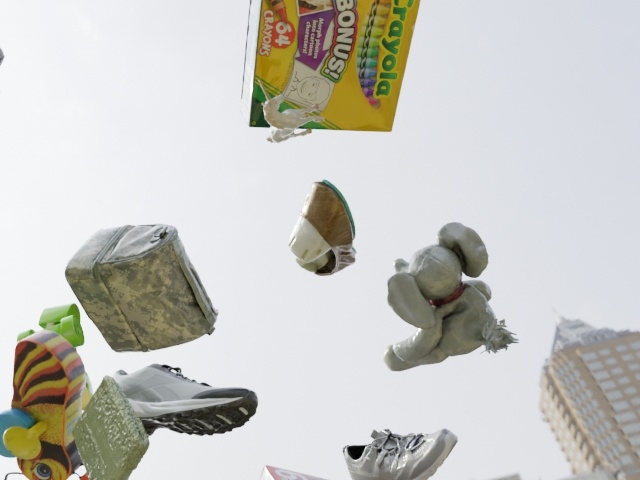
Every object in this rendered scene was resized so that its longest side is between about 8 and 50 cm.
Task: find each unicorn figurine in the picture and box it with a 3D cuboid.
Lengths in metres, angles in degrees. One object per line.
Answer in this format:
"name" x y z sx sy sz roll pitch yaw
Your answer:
"unicorn figurine" -0.055 -0.206 1.047 0.111 0.060 0.162 -18 -22 -24

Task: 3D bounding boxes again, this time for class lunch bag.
"lunch bag" -0.409 0.114 1.476 0.256 0.212 0.305 -6 -59 20

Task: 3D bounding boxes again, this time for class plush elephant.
"plush elephant" 0.250 0.118 1.320 0.272 0.330 0.255 -32 -85 -22

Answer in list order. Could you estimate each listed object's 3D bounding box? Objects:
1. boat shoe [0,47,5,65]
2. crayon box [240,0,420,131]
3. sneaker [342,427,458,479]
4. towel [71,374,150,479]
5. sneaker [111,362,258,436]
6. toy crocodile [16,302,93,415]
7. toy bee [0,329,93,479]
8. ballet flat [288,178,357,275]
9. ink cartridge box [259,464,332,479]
"boat shoe" -0.670 -0.232 1.146 0.096 0.335 0.112 34 -36 -22
"crayon box" 0.019 -0.402 1.199 0.313 0.106 0.362 -2 -58 -19
"sneaker" 0.142 0.421 1.202 0.281 0.105 0.115 -38 -96 36
"towel" -0.276 0.257 0.802 0.027 0.148 0.110 22 -78 -46
"sneaker" -0.219 0.230 0.911 0.272 0.108 0.100 -6 -36 20
"toy crocodile" -0.501 0.253 1.175 0.115 0.340 0.105 -19 -41 -8
"toy bee" -0.398 0.291 0.922 0.162 0.195 0.298 20 -59 3
"ballet flat" 0.000 0.000 1.193 0.124 0.116 0.342 -40 -16 -8
"ink cartridge box" 0.049 0.515 1.015 0.272 0.309 0.130 22 -96 -22
